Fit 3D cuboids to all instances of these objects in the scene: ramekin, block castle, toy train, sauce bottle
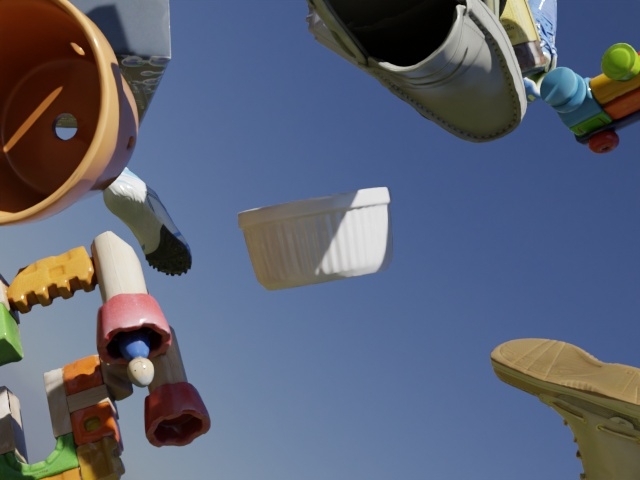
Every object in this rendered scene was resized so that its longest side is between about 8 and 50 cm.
[{"bbox_3d":[0.000,0.000,1.515,0.207,0.207,0.109,171,-91,-69],"label":"ramekin"},{"bbox_3d":[-0.382,0.205,1.397,0.303,0.453,0.212,77,-6,-53],"label":"block castle"},{"bbox_3d":[0.414,-0.214,1.476,0.143,0.248,0.105,21,51,-50],"label":"toy train"},{"bbox_3d":[0.194,-0.370,1.509,0.111,0.111,0.344,151,-78,-72],"label":"sauce bottle"}]

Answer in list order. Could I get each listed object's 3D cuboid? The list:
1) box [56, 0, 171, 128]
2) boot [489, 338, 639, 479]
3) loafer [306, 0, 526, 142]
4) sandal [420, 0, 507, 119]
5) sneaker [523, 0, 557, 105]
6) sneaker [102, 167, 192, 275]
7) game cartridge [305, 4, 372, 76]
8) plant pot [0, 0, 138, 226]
[{"bbox_3d":[-0.433,-0.347,1.979,0.395,0.294,0.211,142,-54,-69],"label":"box"},{"bbox_3d":[0.343,0.247,1.513,0.262,0.095,0.203,14,-55,34],"label":"boot"},{"bbox_3d":[0.067,-0.161,0.880,0.319,0.112,0.111,36,30,-41],"label":"loafer"},{"bbox_3d":[0.160,-0.274,1.219,0.120,0.302,0.086,11,5,43],"label":"sandal"},{"bbox_3d":[0.311,-0.273,1.652,0.080,0.211,0.081,29,-23,-28],"label":"sneaker"},{"bbox_3d":[-0.286,-0.032,1.946,0.086,0.085,0.237,-88,154,-48],"label":"sneaker"},{"bbox_3d":[0.079,-0.410,1.754,0.198,0.297,0.062,23,-21,-38],"label":"game cartridge"},{"bbox_3d":[-0.356,-0.153,1.421,0.291,0.291,0.203,42,6,13],"label":"plant pot"}]
